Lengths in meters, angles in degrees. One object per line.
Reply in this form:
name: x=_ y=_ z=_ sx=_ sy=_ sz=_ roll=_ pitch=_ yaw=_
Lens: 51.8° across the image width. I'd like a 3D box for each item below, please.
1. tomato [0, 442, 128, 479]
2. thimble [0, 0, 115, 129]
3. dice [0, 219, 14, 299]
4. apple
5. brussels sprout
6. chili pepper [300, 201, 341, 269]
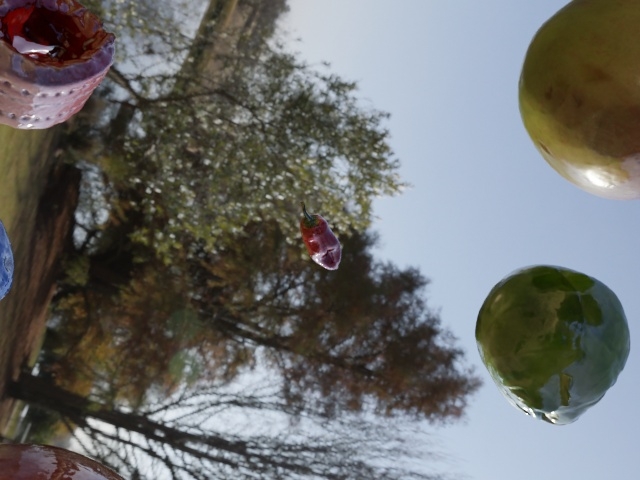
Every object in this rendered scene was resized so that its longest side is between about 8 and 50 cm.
tomato: x=-0.217 y=0.250 z=0.416 sx=0.227 sy=0.270 sz=0.270 roll=66 pitch=-32 yaw=19
thimble: x=-0.389 y=-0.249 z=0.896 sx=0.125 sy=0.163 sz=0.189 roll=-41 pitch=-179 yaw=41
dice: x=-0.557 y=0.033 z=0.994 sx=0.146 sy=0.143 sz=0.146 roll=-114 pitch=-166 yaw=-72
apple: x=0.476 y=-0.234 z=1.043 sx=0.338 sy=0.305 sz=0.338 roll=-43 pitch=159 yaw=-21
brussels sprout: x=0.353 y=0.156 z=1.015 sx=0.244 sy=0.244 sz=0.244 roll=-158 pitch=-90 yaw=-77
chili pepper: x=0.000 y=0.001 z=1.180 sx=0.059 sy=0.191 sz=0.050 roll=-40 pitch=-132 yaw=-9
